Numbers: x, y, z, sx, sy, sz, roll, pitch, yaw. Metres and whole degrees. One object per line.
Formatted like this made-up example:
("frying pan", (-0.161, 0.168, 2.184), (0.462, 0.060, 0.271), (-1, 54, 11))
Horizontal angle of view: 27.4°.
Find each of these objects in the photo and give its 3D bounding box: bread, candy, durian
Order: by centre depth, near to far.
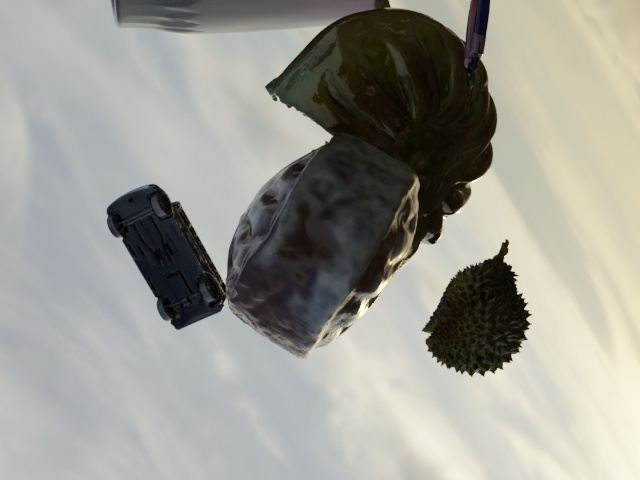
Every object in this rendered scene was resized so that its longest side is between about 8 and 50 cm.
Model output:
("candy", (0.000, 0.000, 1.266), (0.157, 0.214, 0.289), (30, -176, 2))
("bread", (0.082, -0.110, 1.577), (0.333, 0.333, 0.160), (49, 176, -35))
("durian", (0.241, 0.093, 1.828), (0.146, 0.102, 0.208), (30, -112, -20))

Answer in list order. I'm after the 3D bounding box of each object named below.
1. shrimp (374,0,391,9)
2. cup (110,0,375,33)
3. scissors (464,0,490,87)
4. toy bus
("shrimp", (0.052, -0.452, 2.242), (0.154, 0.062, 0.294), (42, 163, 53))
("cup", (-0.106, -0.406, 1.787), (0.253, 0.371, 0.253), (172, 90, -81))
("scissors", (0.147, -0.192, 1.237), (0.012, 0.039, 0.113), (15, -120, -10))
("toy bus", (-0.172, 0.012, 1.492), (0.167, 0.073, 0.076), (63, -160, -13))
